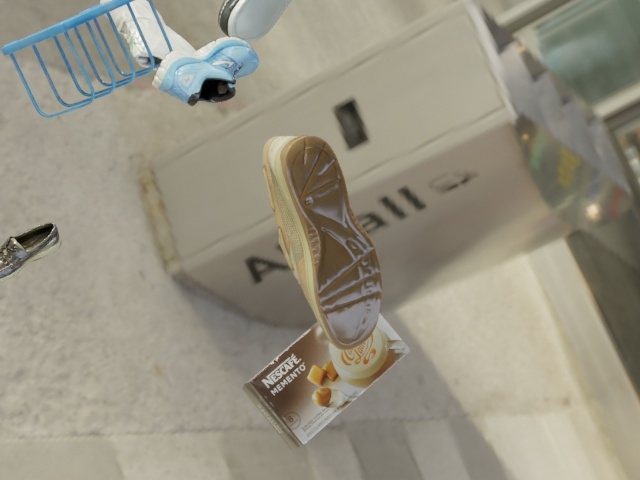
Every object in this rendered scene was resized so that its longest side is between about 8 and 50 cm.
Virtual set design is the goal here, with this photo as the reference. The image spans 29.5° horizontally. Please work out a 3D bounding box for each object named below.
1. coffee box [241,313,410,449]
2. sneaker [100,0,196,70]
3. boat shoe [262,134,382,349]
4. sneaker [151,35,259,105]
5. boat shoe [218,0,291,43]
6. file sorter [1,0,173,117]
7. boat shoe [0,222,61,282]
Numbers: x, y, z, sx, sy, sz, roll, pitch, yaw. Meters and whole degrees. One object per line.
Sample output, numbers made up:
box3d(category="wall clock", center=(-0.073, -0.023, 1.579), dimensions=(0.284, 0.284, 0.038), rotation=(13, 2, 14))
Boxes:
box3d(category="coffee box", center=(0.008, 0.214, 2.029), dimensions=(0.141, 0.246, 0.098), rotation=(51, -19, 2))
box3d(category="sneaker", center=(-0.318, -0.358, 2.161), dimensions=(0.212, 0.080, 0.094), rotation=(39, 51, -1))
box3d(category="boat shoe", center=(0.000, 0.000, 1.838), dimensions=(0.122, 0.110, 0.341), rotation=(-23, 108, -27))
box3d(category="sneaker", center=(-0.123, -0.187, 1.416), dimensions=(0.073, 0.063, 0.162), rotation=(42, 38, 15))
box3d(category="boat shoe", center=(-0.096, -0.424, 2.011), dimensions=(0.091, 0.114, 0.302), rotation=(24, 42, 16))
box3d(category="file sorter", center=(-0.287, -0.238, 1.537), dimensions=(0.170, 0.118, 0.104), rotation=(-39, 111, -48))
box3d(category="boat shoe", center=(-0.476, 0.016, 1.899), dimensions=(0.056, 0.152, 0.049), rotation=(37, -35, 27))
